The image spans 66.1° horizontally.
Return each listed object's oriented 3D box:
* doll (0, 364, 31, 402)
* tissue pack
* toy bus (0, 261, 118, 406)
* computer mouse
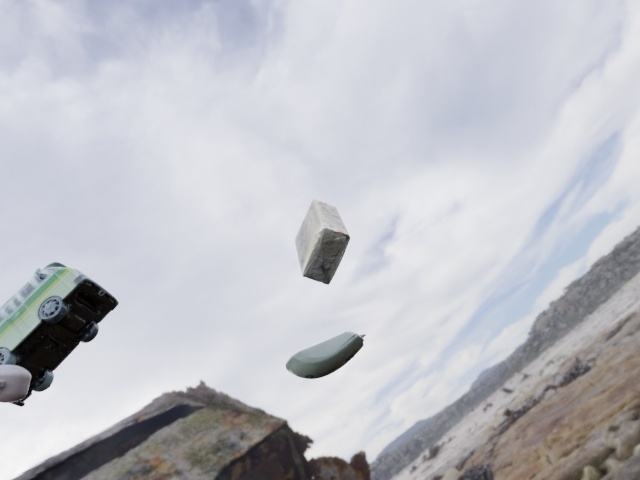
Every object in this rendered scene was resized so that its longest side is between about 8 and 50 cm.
[{"bbox_3d":[-0.546,0.223,0.794,0.159,0.059,0.161,8,-15,2],"label":"doll"},{"bbox_3d":[0.000,0.000,1.266,0.092,0.196,0.148,17,-69,-18],"label":"tissue pack"},{"bbox_3d":[-0.581,0.176,1.013,0.276,0.164,0.134,-51,-31,-19],"label":"toy bus"},{"bbox_3d":[0.020,0.243,1.015,0.181,0.056,0.089,-22,-30,-11],"label":"computer mouse"}]
